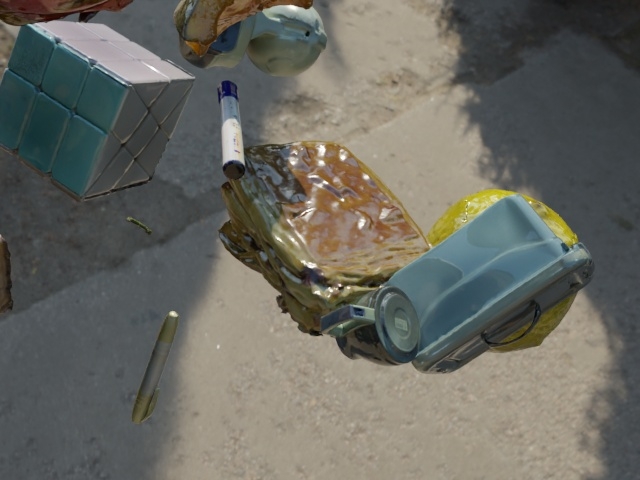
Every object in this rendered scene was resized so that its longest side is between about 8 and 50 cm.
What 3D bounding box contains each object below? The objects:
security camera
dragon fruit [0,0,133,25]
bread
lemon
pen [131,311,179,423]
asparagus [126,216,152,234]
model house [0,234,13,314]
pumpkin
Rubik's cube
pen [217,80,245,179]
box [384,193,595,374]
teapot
[{"bbox_3d":[-0.120,-0.413,1.517,0.277,0.191,0.197,7,91,-27],"label":"security camera"},{"bbox_3d":[-0.300,-0.325,0.723,0.291,0.250,0.269,12,26,33],"label":"dragon fruit"},{"bbox_3d":[0.000,0.000,1.194,0.277,0.167,0.324,-11,54,-40],"label":"bread"},{"bbox_3d":[0.374,0.077,1.665,0.349,0.387,0.350,15,35,-11],"label":"lemon"},{"bbox_3d":[-0.286,0.227,1.355,0.040,0.233,0.032,32,22,23],"label":"pen"},{"bbox_3d":[-0.444,-0.036,1.913,0.018,0.127,0.015,-18,72,7],"label":"asparagus"},{"bbox_3d":[-0.461,0.035,0.836,0.183,0.166,0.172,29,38,18],"label":"model house"},{"bbox_3d":[-0.109,-0.377,1.203,0.258,0.290,0.095,-29,100,-4],"label":"pumpkin"},{"bbox_3d":[-0.395,-0.231,1.341,0.224,0.231,0.221,34,22,10],"label":"Rubik's cube"},{"bbox_3d":[-0.128,-0.161,1.096,0.033,0.033,0.269,6,32,-12],"label":"pen"},{"bbox_3d":[0.193,0.057,0.888,0.227,0.162,0.130,-36,69,13],"label":"box"},{"bbox_3d":[0.039,0.072,0.645,0.088,0.057,0.066,23,56,-44],"label":"teapot"}]
